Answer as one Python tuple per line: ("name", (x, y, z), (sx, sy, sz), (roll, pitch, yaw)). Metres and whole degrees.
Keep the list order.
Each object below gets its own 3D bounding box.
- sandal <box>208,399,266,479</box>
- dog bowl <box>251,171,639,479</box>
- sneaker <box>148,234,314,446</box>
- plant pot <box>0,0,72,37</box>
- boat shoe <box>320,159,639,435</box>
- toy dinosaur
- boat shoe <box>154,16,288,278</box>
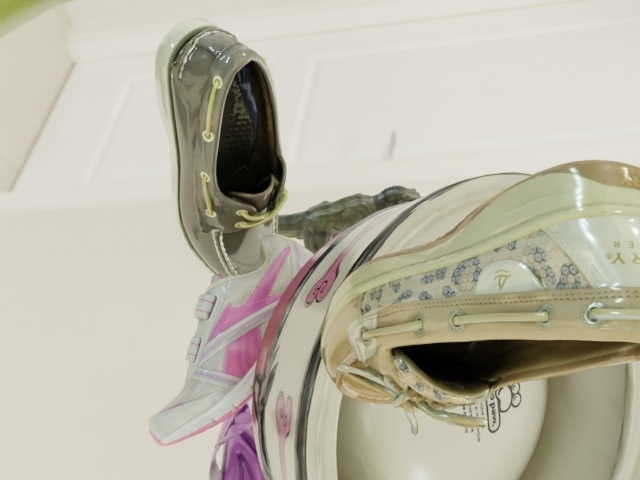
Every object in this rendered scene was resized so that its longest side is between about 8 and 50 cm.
("sandal", (-0.097, 0.309, 1.267), (0.102, 0.169, 0.416), (48, 41, -42))
("dog bowl", (0.119, 0.143, 0.829), (0.408, 0.150, 0.407), (-2, 94, -32))
("sneaker", (-0.086, 0.095, 0.916), (0.252, 0.111, 0.103), (-46, 176, -15))
("plant pot", (-0.302, -0.211, 0.476), (0.366, 0.353, 0.366), (165, -90, -87))
("boat shoe", (0.079, 0.053, 0.513), (0.285, 0.105, 0.089), (136, -37, -56))
("toy dinosaur", (0.000, 0.000, 1.078), (0.064, 0.268, 0.118), (-107, -171, -50))
("boat shoe", (-0.085, -0.065, 0.905), (0.109, 0.091, 0.305), (-35, 137, -30))
